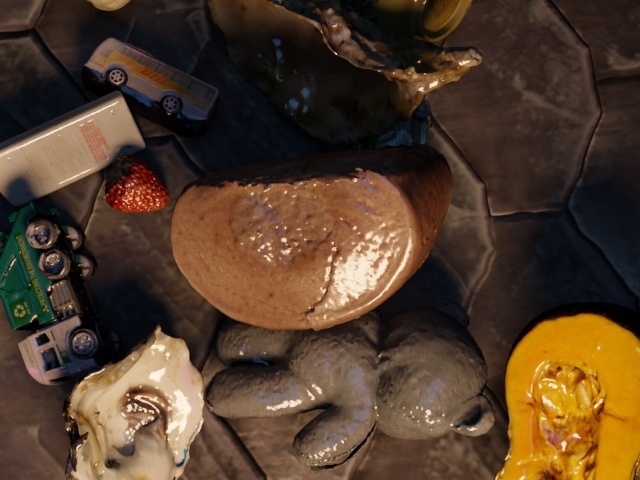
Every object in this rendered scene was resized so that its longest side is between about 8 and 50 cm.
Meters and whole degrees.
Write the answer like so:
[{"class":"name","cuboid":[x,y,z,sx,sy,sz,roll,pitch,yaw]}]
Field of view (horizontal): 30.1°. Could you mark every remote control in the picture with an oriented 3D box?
[{"class":"remote control","cuboid":[-0.320,-0.113,1.489,0.190,0.029,0.087,-27,127,-6]}]

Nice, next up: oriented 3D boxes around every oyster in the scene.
[{"class":"oyster","cuboid":[0.010,-0.222,1.460,0.396,0.204,0.111,27,55,21]},{"class":"oyster","cuboid":[-0.224,0.220,1.411,0.083,0.214,0.223,15,48,39]}]

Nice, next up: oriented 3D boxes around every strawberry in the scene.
[{"class":"strawberry","cuboid":[-0.231,-0.064,1.494,0.083,0.073,0.073,34,79,-31]}]

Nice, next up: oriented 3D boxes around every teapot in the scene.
[{"class":"teapot","cuboid":[0.103,-0.352,1.511,0.182,0.173,0.269,33,86,27]}]

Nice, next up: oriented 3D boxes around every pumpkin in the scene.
[{"class":"pumpkin","cuboid":[0.343,0.234,1.370,0.242,0.232,0.325,14,95,38]}]

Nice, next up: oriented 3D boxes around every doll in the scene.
[{"class":"doll","cuboid":[0.037,0.166,1.444,0.340,0.158,0.246,-8,49,10]}]

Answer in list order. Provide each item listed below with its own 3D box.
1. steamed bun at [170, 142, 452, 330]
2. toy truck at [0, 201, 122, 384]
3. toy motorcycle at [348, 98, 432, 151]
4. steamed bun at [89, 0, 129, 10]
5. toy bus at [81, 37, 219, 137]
[{"class":"steamed bun","cuboid":[0.000,0.000,1.392,0.301,0.251,0.199,-5,98,18]},{"class":"toy truck","cuboid":[-0.333,0.070,1.447,0.116,0.110,0.216,-23,83,7]},{"class":"toy motorcycle","cuboid":[0.090,-0.146,1.521,0.106,0.074,0.190,1,81,6]},{"class":"steamed bun","cuboid":[-0.293,-0.467,1.485,0.275,0.206,0.320,-37,88,-10]},{"class":"toy bus","cuboid":[-0.215,-0.195,1.517,0.172,0.057,0.072,26,71,2]}]
